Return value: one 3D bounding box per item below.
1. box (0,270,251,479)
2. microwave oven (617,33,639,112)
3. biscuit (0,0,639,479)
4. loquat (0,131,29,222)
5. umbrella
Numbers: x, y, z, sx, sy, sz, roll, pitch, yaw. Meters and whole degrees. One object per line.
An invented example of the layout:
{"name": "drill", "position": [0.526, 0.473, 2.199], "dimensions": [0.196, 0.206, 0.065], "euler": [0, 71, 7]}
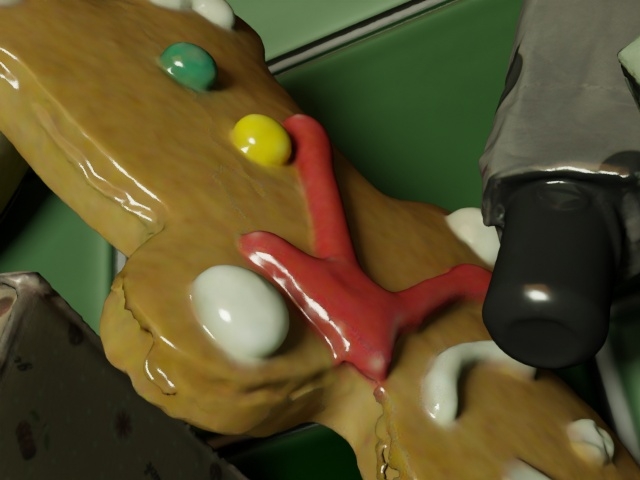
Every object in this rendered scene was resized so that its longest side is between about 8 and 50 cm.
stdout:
{"name": "box", "position": [-0.196, 0.162, 0.465], "dimensions": [0.297, 0.190, 0.225], "euler": [-7, 51, 26]}
{"name": "microwave oven", "position": [0.191, 0.021, 0.364], "dimensions": [0.129, 0.163, 0.205], "euler": [-30, 45, 5]}
{"name": "biscuit", "position": [0.000, 0.000, 0.463], "dimensions": [0.339, 0.216, 0.047], "euler": [48, 122, 25]}
{"name": "loquat", "position": [-0.274, -0.078, 0.673], "dimensions": [0.263, 0.263, 0.263], "euler": [-16, 49, 19]}
{"name": "umbrella", "position": [0.115, -0.085, 0.523], "dimensions": [0.073, 0.067, 0.337], "euler": [-9, 41, 28]}
